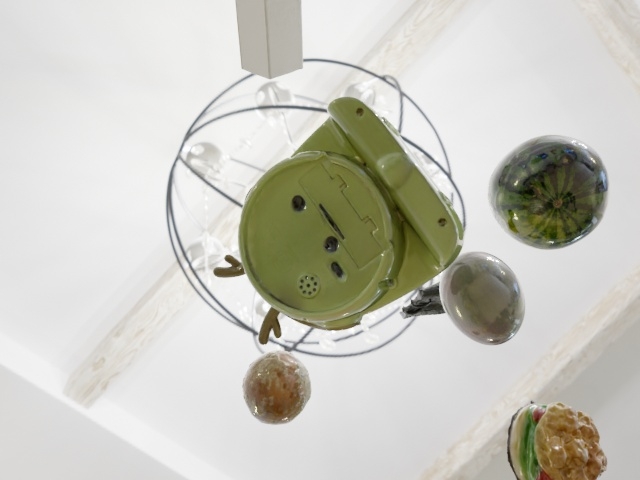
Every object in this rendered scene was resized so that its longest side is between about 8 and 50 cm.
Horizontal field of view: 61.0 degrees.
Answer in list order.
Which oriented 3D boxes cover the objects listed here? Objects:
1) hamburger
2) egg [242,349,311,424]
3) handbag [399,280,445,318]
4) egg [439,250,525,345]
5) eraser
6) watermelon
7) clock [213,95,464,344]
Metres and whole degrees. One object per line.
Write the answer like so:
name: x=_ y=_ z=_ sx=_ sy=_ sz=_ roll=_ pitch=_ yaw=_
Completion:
hamburger: x=0.562 y=0.492 z=1.265 sx=0.236 sy=0.148 sz=0.237 roll=11 pitch=-111 yaw=-30
egg: x=-0.120 y=0.399 z=1.487 sx=0.194 sy=0.195 sz=0.233 roll=-9 pitch=-40 yaw=-8
handbag: x=0.320 y=0.162 z=1.520 sx=0.175 sy=0.270 sz=0.089 roll=-14 pitch=-111 yaw=-9
egg: x=0.214 y=0.076 z=0.718 sx=0.103 sy=0.103 sz=0.135 roll=-33 pitch=-73 yaw=0
eraser: x=-0.081 y=-0.403 z=0.816 sx=0.078 sy=0.076 sz=0.299 roll=-31 pitch=-43 yaw=-34
watermelon: x=0.562 y=-0.119 z=1.355 sx=0.284 sy=0.285 sz=0.286 roll=-3 pitch=-72 yaw=-10
clock: x=0.000 y=0.000 z=0.670 sx=0.308 sy=0.096 sz=0.235 roll=-39 pitch=-102 yaw=17
